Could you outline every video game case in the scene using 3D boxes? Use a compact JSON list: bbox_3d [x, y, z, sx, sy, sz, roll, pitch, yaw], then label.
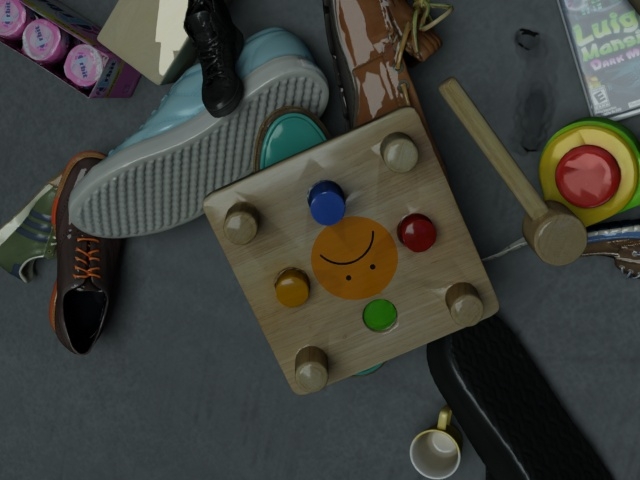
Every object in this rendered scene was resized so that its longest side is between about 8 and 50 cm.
[{"bbox_3d":[0.375,-0.236,1.195,0.190,0.022,0.173,-16,92,21],"label":"video game case"}]

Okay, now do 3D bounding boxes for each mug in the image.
[{"bbox_3d":[0.153,0.249,1.320,0.062,0.064,0.078,43,108,9],"label":"mug"}]

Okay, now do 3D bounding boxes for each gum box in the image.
[{"bbox_3d":[-0.333,-0.257,1.391,0.188,0.107,0.062,33,107,12],"label":"gum box"}]

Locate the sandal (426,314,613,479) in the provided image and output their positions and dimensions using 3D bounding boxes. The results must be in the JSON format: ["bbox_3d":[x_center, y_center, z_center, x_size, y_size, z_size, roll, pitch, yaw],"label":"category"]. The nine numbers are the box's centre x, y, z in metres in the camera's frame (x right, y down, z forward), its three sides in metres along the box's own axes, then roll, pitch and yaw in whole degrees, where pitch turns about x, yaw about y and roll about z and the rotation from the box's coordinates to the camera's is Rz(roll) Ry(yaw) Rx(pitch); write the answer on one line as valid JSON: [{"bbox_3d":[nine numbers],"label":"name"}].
[{"bbox_3d":[0.254,0.293,1.264,0.107,0.167,0.445,-37,76,45],"label":"sandal"}]

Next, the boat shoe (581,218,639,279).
[{"bbox_3d":[0.360,0.010,1.213,0.183,0.066,0.066,-8,96,20],"label":"boat shoe"}]

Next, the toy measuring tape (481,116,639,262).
[{"bbox_3d":[0.250,-0.058,1.221,0.330,0.121,0.121,-24,90,26],"label":"toy measuring tape"}]

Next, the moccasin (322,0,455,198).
[{"bbox_3d":[0.085,-0.219,1.240,0.147,0.139,0.380,-10,91,6],"label":"moccasin"}]

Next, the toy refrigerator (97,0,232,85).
[{"bbox_3d":[-0.155,-0.333,1.329,0.102,0.094,0.269,36,108,4],"label":"toy refrigerator"}]

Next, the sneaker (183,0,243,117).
[{"bbox_3d":[-0.129,-0.228,1.237,0.051,0.089,0.170,-15,51,22],"label":"sneaker"}]

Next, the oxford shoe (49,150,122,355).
[{"bbox_3d":[-0.301,0.020,1.410,0.097,0.098,0.271,-1,108,-21],"label":"oxford shoe"}]

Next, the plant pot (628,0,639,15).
[{"bbox_3d":[0.360,-0.369,1.030,0.334,0.334,0.305,-31,92,20],"label":"plant pot"}]

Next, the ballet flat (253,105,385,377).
[{"bbox_3d":[0.000,0.000,1.301,0.116,0.124,0.342,-23,103,-1],"label":"ballet flat"}]

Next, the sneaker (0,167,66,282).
[{"bbox_3d":[-0.370,-0.017,1.468,0.192,0.064,0.086,-39,92,20],"label":"sneaker"}]

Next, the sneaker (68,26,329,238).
[{"bbox_3d":[-0.159,-0.136,1.343,0.366,0.135,0.150,-29,45,9],"label":"sneaker"}]

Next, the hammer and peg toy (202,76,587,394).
[{"bbox_3d":[0.082,-0.013,1.168,0.361,0.127,0.266,-25,103,5],"label":"hammer and peg toy"}]
